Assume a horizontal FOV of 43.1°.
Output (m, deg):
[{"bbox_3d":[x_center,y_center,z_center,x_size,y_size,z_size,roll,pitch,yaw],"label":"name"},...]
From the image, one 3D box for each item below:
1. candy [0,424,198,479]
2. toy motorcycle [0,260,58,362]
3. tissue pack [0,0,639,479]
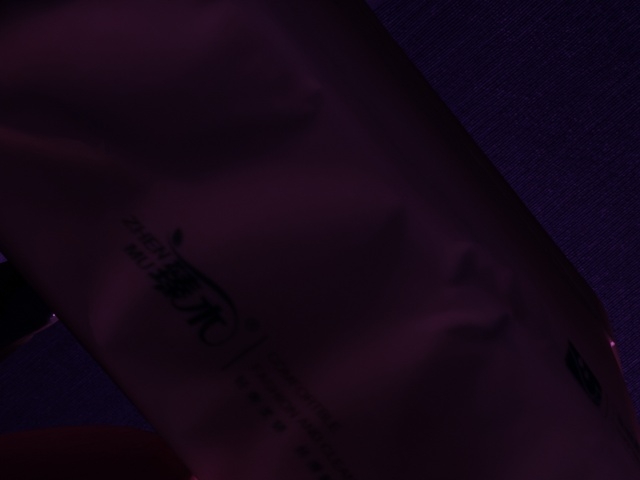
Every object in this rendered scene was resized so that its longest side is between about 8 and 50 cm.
[{"bbox_3d":[-0.178,0.168,0.411,0.255,0.094,0.255,-7,-178,0],"label":"candy"},{"bbox_3d":[-0.280,0.086,0.437,0.297,0.109,0.198,-24,174,15],"label":"toy motorcycle"},{"bbox_3d":[0.000,0.000,0.482,0.207,0.380,0.297,-37,-171,19],"label":"tissue pack"}]
